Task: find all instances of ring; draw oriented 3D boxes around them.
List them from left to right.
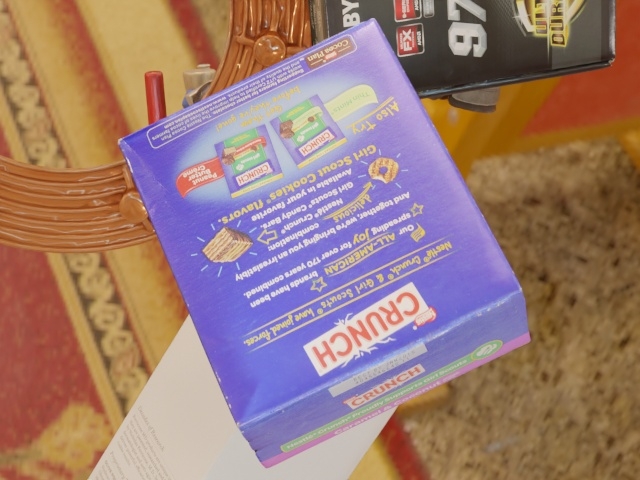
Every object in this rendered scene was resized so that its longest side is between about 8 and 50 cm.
[{"bbox_3d":[-0.168,-0.147,1.023,0.337,0.336,0.032,11,18,-3],"label":"ring"}]

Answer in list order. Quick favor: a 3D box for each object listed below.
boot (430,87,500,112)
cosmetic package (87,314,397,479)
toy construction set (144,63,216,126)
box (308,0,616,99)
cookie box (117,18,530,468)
[{"bbox_3d":[0.078,-0.184,1.170,0.247,0.161,0.083,21,15,-39],"label":"boot"},{"bbox_3d":[-0.071,0.194,1.639,0.197,0.365,0.155,14,26,-42],"label":"cosmetic package"},{"bbox_3d":[-0.066,-0.086,1.926,0.309,0.237,0.257,5,16,30],"label":"toy construction set"},{"bbox_3d":[0.077,-0.193,0.902,0.175,0.220,0.051,-10,29,-9],"label":"box"},{"bbox_3d":[0.000,0.000,0.488,0.092,0.040,0.107,-25,61,1],"label":"cookie box"}]
